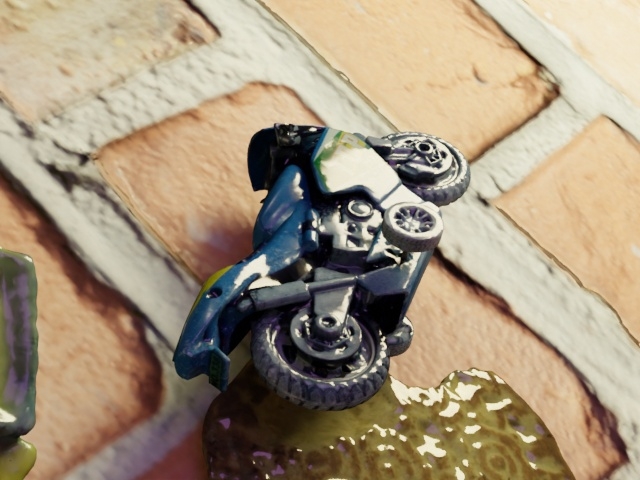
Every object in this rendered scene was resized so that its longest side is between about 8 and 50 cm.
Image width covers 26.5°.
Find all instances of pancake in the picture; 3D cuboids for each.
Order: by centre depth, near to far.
[{"bbox_3d":[0.044,0.140,0.750,0.235,0.029,0.212,23,46,-9],"label":"pancake"}]

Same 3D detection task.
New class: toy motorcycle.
[{"bbox_3d":[0.000,0.000,0.787,0.135,0.092,0.254,19,42,8],"label":"toy motorcycle"}]

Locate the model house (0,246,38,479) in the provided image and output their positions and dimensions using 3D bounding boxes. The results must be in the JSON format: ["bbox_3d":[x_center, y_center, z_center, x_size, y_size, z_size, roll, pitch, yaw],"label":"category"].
[{"bbox_3d":[-0.224,0.051,0.553,0.189,0.214,0.195,58,35,-28],"label":"model house"}]
